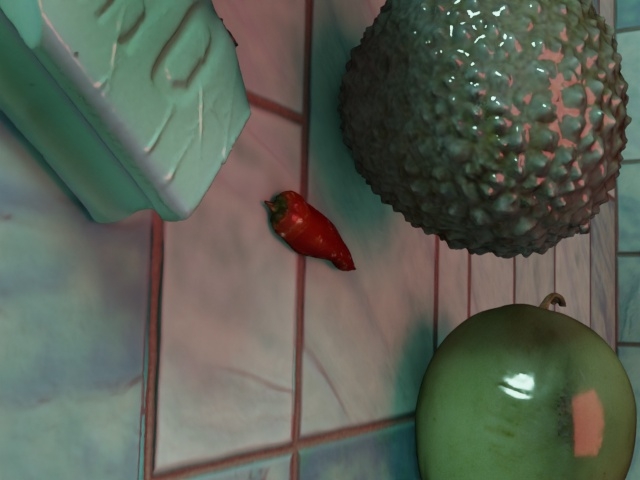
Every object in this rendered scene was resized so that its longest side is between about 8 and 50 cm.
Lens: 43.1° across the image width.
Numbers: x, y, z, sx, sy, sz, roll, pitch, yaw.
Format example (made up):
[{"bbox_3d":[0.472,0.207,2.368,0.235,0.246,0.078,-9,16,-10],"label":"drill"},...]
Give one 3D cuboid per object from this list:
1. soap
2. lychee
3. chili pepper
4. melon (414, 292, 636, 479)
[{"bbox_3d":[-0.138,-0.137,0.489,0.230,0.091,0.145,59,41,-41],"label":"soap"},{"bbox_3d":[0.158,-0.122,0.801,0.300,0.300,0.300,4,85,-59],"label":"lychee"},{"bbox_3d":[0.000,0.000,0.778,0.178,0.027,0.045,43,52,-53],"label":"chili pepper"},{"bbox_3d":[0.239,0.220,0.957,0.272,0.271,0.308,5,76,-59],"label":"melon"}]
